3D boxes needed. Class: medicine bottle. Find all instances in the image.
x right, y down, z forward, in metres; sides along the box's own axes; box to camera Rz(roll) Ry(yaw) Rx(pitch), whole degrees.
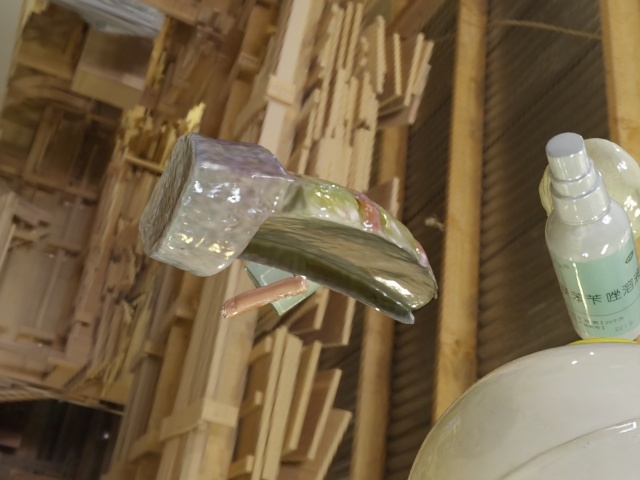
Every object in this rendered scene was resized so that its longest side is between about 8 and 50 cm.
[{"bbox_3d":[0.364,0.002,1.033,0.110,0.352,0.110,-17,-139,16],"label":"medicine bottle"}]

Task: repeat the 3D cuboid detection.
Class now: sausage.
[{"bbox_3d":[-0.095,0.094,1.295,0.042,0.158,0.036,-6,77,-84],"label":"sausage"}]

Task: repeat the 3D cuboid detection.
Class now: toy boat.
[{"bbox_3d":[-0.023,-0.010,0.667,0.276,0.294,0.111,119,-18,-75],"label":"toy boat"}]

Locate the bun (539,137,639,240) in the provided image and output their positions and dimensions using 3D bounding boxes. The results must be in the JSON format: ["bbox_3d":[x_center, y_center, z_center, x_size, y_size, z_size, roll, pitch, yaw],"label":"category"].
[{"bbox_3d":[0.485,-0.071,1.391,0.231,0.133,0.231,52,-21,29],"label":"bun"}]

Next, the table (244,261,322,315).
[{"bbox_3d":[-0.029,0.040,1.541,0.220,0.126,0.126,-35,-163,-10],"label":"table"}]

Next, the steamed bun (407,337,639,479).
[{"bbox_3d":[0.234,0.242,0.579,0.334,0.374,0.334,-45,-151,34],"label":"steamed bun"}]
